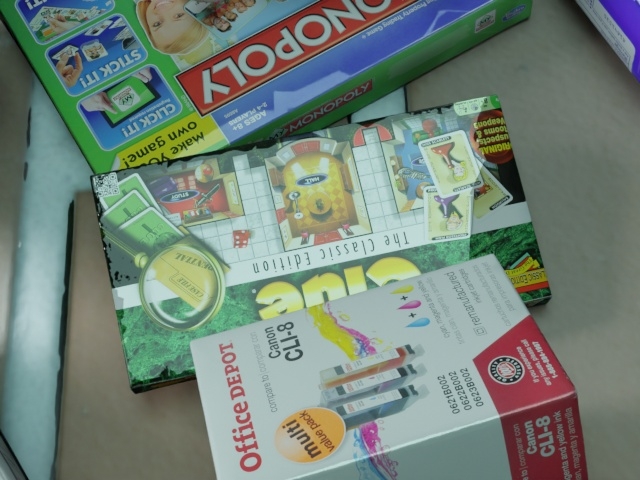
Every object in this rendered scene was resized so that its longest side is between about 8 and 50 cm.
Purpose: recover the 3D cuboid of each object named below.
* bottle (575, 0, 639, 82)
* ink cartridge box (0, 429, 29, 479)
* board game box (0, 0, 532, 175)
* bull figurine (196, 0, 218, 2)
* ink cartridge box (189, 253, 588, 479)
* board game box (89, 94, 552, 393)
[{"bbox_3d":[0.202,-0.225,0.846,0.118,0.092,0.283,-28,65,-7],"label":"bottle"},{"bbox_3d":[-0.258,0.169,0.636,0.226,0.131,0.306,-33,56,-12],"label":"ink cartridge box"},{"bbox_3d":[-0.044,-0.168,0.862,0.317,0.046,0.213,-30,64,-10],"label":"board game box"},{"bbox_3d":[0.033,-0.266,0.803,0.188,0.101,0.310,31,73,30],"label":"bull figurine"},{"bbox_3d":[0.035,0.111,0.651,0.176,0.127,0.128,-17,35,-3],"label":"ink cartridge box"},{"bbox_3d":[0.000,0.000,0.761,0.260,0.030,0.136,-12,79,-6],"label":"board game box"}]
